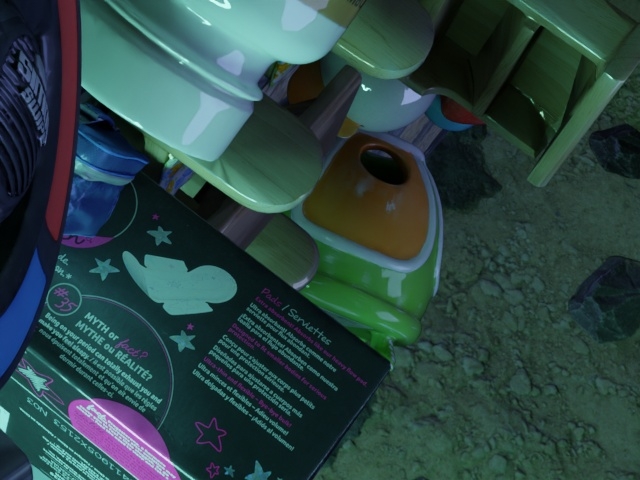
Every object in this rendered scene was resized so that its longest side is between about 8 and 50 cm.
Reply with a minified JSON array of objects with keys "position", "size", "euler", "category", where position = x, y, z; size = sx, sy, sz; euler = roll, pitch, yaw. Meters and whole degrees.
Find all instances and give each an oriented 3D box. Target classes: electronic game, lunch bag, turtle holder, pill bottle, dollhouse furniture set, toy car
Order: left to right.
[{"position":[-0.128,-0.048,0.554],"size":[0.229,0.048,0.229],"euler":[5,90,-84],"category":"electronic game"},{"position":[-0.140,-0.047,0.810],"size":[0.065,0.067,0.098],"euler":[-54,173,5],"category":"lunch bag"},{"position":[-0.027,-0.159,0.724],"size":[0.229,0.131,0.131],"euler":[-54,174,10],"category":"pill bottle"},{"position":[0.017,0.005,1.565],"size":[0.320,0.243,0.227],"euler":[51,59,-75],"category":"turtle holder"},{"position":[0.028,-0.065,1.115],"size":[0.394,0.256,0.362],"euler":[-50,173,-29],"category":"dollhouse furniture set"},{"position":[0.070,-0.186,1.359],"size":[0.238,0.210,0.219],"euler":[-21,176,-22],"category":"toy car"}]

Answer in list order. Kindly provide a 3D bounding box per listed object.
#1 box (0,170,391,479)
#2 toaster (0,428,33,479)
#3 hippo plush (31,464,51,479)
[{"position":[-0.107,0.079,0.915],"size":[0.142,0.247,0.163],"euler":[-49,173,-31],"category":"box"},{"position":[-0.221,0.101,0.564],"size":[0.186,0.168,0.110],"euler":[-53,177,7],"category":"toaster"},{"position":[-0.173,0.229,1.060],"size":[0.294,0.236,0.234],"euler":[-34,137,-69],"category":"hippo plush"}]
